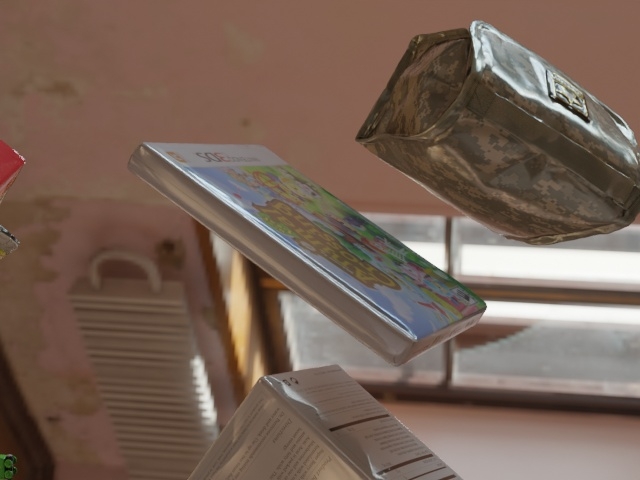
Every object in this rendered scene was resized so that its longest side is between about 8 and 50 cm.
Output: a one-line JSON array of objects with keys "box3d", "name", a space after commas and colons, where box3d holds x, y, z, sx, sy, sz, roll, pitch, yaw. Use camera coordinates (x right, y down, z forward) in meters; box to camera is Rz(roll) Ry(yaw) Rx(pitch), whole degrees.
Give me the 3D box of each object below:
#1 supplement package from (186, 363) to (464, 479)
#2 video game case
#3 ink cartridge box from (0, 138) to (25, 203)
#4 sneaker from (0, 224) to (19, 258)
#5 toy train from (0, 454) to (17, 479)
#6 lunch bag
[{"box3d": [0.036, 0.284, 1.249, 0.177, 0.293, 0.175, -54, 158, 15], "name": "supplement package"}, {"box3d": [0.000, 0.000, 0.851, 0.023, 0.212, 0.193, -58, 165, 14], "name": "video game case"}, {"box3d": [-0.289, -0.003, 0.885, 0.231, 0.078, 0.134, -52, -176, 34], "name": "ink cartridge box"}, {"box3d": [-0.341, 0.008, 1.180, 0.094, 0.081, 0.208, -53, -179, -7], "name": "sneaker"}, {"box3d": [-0.346, 0.274, 1.412, 0.017, 0.023, 0.083, -44, 137, -76], "name": "toy train"}, {"box3d": [0.201, -0.111, 1.372, 0.169, 0.235, 0.287, -60, -164, -4], "name": "lunch bag"}]
